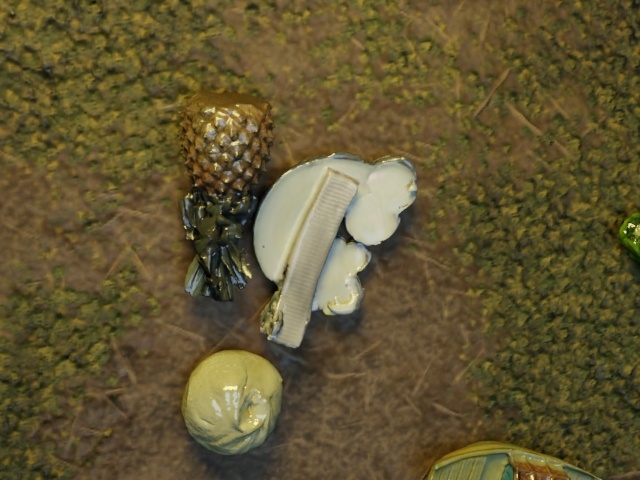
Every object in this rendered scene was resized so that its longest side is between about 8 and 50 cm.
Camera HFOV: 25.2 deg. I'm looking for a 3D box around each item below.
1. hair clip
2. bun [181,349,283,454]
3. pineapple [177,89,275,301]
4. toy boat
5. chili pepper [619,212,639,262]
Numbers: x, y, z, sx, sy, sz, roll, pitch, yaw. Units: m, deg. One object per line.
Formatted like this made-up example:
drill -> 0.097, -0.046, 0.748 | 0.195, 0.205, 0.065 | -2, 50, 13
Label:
hair clip -> 0.000, 0.000, 1.118 | 0.116, 0.049, 0.172 | 20, 96, -27
bun -> -0.067, 0.131, 1.128 | 0.086, 0.055, 0.086 | -6, 108, -18
pineapple -> -0.074, -0.030, 1.073 | 0.074, 0.074, 0.159 | 1, 108, -19
toy boat -> 0.165, 0.209, 1.224 | 0.172, 0.066, 0.065 | 11, 104, -20
chili pepper -> 0.308, 0.050, 1.236 | 0.073, 0.050, 0.182 | -27, 115, -17
